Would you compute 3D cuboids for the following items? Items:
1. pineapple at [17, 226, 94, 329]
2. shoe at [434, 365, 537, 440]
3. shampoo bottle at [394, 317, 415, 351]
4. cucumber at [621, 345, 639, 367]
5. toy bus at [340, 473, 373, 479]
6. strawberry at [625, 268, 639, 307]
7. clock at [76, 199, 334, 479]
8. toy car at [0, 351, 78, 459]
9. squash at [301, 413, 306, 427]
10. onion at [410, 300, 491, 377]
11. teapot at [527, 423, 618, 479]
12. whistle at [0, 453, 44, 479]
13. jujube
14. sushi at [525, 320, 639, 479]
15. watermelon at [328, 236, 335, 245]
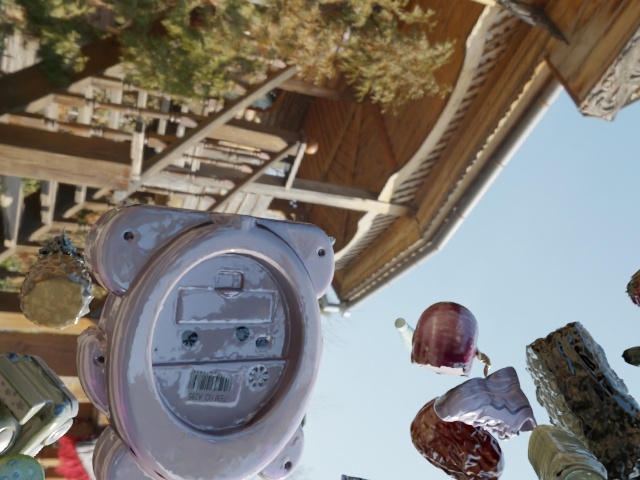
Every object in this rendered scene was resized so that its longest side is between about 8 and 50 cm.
[{"bbox_3d":[-0.637,0.080,1.303,0.340,0.169,0.169,-136,-125,-61],"label":"pineapple"},{"bbox_3d":[0.342,0.348,1.078,0.138,0.245,0.095,61,-42,29],"label":"shoe"},{"bbox_3d":[0.276,0.295,1.654,0.191,0.069,0.041,52,25,-48],"label":"shampoo bottle"},{"bbox_3d":[0.630,0.222,1.005,0.048,0.105,0.048,3,90,-81],"label":"cucumber"},{"bbox_3d":[0.104,0.878,1.604,0.106,0.131,0.297,124,-28,-85],"label":"toy bus"},{"bbox_3d":[0.629,0.091,0.985,0.106,0.106,0.106,-173,-90,-70],"label":"strawberry"},{"bbox_3d":[-0.126,0.124,0.622,0.113,0.295,0.322,1,-94,56],"label":"clock"},{"bbox_3d":[-0.778,0.446,1.240,0.336,0.242,0.226,-45,170,-11],"label":"toy car"},{"bbox_3d":[-0.116,0.284,1.192,0.093,0.169,0.252,-18,101,-74],"label":"squash"},{"bbox_3d":[0.307,0.236,1.290,0.200,0.207,0.201,-19,-118,40],"label":"onion"},{"bbox_3d":[0.361,0.327,0.743,0.200,0.107,0.077,21,84,-76],"label":"teapot"},{"bbox_3d":[-0.607,0.431,0.964,0.057,0.198,0.104,-37,-146,34],"label":"whistle"},{"bbox_3d":[0.322,0.472,1.240,0.155,0.230,0.155,-53,171,-12],"label":"jujube"},{"bbox_3d":[0.580,0.359,1.135,0.211,0.171,0.350,68,3,-59],"label":"sushi"},{"bbox_3d":[0.000,0.000,1.548,0.061,0.085,0.085,68,-28,14],"label":"watermelon"}]
